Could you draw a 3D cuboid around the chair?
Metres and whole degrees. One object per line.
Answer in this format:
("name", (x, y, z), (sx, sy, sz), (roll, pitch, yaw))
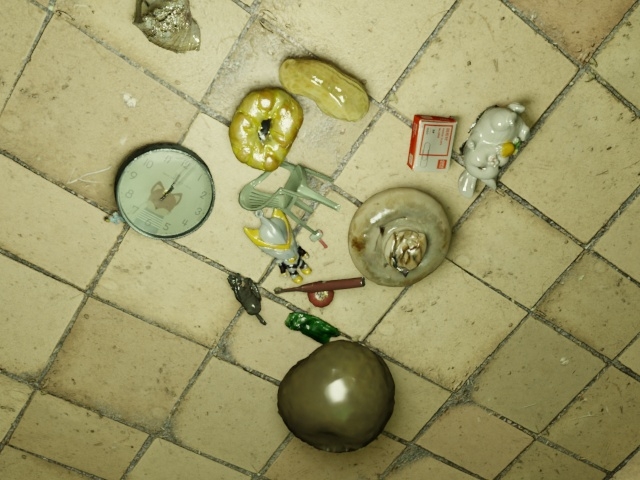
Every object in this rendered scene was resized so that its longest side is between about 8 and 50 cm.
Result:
("chair", (-0.105, -0.147, 1.854), (0.274, 0.203, 0.191), (26, 120, -22))

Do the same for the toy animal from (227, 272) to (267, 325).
("toy animal", (-0.270, 0.205, 2.016), (0.084, 0.148, 0.233), (-24, 115, 6))

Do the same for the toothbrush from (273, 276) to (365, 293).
("toothbrush", (-0.009, 0.166, 2.019), (0.363, 0.041, 0.041), (-8, 118, 26))

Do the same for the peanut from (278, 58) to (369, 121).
("peanut", (0.013, -0.474, 1.753), (0.305, 0.147, 0.147), (28, 108, -18))

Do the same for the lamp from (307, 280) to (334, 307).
("lamp", (0.001, 0.199, 2.078), (0.101, 0.090, 0.101), (1, 78, -6))

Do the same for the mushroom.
("mushroom", (0.274, 0.003, 1.908), (0.362, 0.295, 0.363), (-2, 115, -4))

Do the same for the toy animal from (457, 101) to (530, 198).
("toy animal", (0.573, -0.303, 1.892), (0.208, 0.154, 0.325), (-16, 138, -22))

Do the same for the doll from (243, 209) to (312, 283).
("doll", (-0.142, 0.018, 1.976), (0.145, 0.103, 0.316), (-31, 119, 3))

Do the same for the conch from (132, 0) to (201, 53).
("conch", (-0.447, -0.644, 1.642), (0.178, 0.163, 0.245), (-7, 139, 32))

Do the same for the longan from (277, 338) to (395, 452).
("longan", (0.067, 0.592, 2.102), (0.435, 0.404, 0.404), (-38, 113, 9))

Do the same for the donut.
("donut", (-0.177, -0.359, 1.785), (0.208, 0.128, 0.261), (28, 108, -16))

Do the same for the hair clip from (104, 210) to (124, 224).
("hair clip", (-0.632, -0.104, 1.888), (0.213, 0.056, 0.062), (-33, 149, 7))

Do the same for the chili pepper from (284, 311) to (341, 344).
("chili pepper", (-0.028, 0.337, 2.153), (0.224, 0.061, 0.098), (27, 108, -16))

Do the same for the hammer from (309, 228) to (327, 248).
("hammer", (0.000, 0.000, 2.023), (0.052, 0.031, 0.083), (-35, 120, 13))

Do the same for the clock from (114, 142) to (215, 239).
("clock", (-0.505, -0.154, 1.836), (0.324, 0.067, 0.325), (-8, 115, -17))

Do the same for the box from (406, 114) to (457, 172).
("box", (0.372, -0.324, 1.881), (0.133, 0.099, 0.182), (2, 114, -10))
